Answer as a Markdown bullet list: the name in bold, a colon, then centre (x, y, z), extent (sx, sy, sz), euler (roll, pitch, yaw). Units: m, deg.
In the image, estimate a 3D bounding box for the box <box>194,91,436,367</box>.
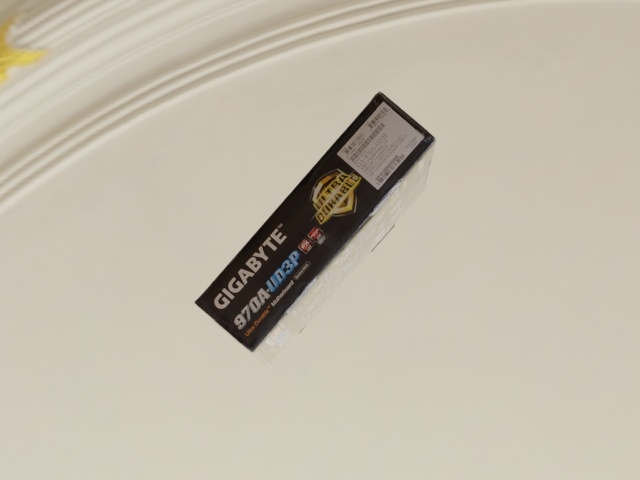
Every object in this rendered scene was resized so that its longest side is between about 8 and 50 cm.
- **box**: centre (0.000, 0.000, 1.230), extent (0.051, 0.220, 0.175), euler (41, -93, 5)
